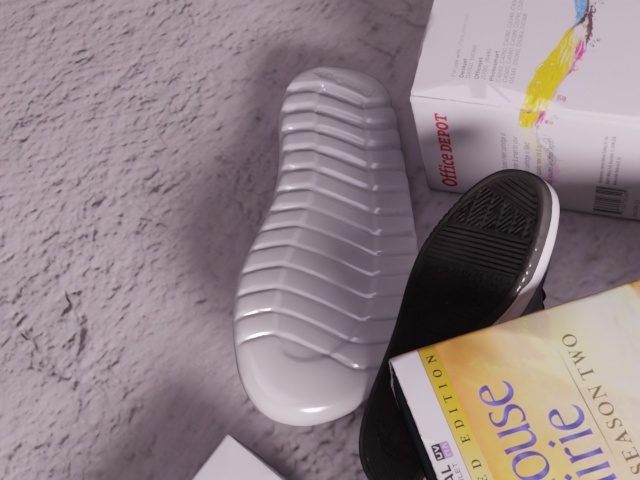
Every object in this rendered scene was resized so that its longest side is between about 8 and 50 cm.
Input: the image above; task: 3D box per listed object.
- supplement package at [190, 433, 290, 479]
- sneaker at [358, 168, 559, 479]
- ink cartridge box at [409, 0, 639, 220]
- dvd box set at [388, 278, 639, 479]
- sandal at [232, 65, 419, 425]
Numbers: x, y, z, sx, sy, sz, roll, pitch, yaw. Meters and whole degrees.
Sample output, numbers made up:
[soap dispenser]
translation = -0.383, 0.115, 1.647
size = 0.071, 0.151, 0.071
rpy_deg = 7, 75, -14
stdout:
[supplement package]
translation = -0.088, 0.281, 0.907
size = 0.105, 0.105, 0.179
rpy_deg = 35, 79, 24
[sneaker]
translation = 0.162, 0.088, 0.889
size = 0.124, 0.178, 0.295
rpy_deg = 36, 109, 42
[ink cartridge box]
translation = 0.242, -0.154, 0.973
size = 0.270, 0.198, 0.197
rpy_deg = 9, 70, 15
[dvd box set]
translation = 0.292, 0.152, 0.699
size = 0.420, 0.062, 0.307
rpy_deg = -16, 52, -5
[sandal]
translation = 0.015, 0.003, 1.016
size = 0.169, 0.102, 0.416
rpy_deg = 10, 56, 0
